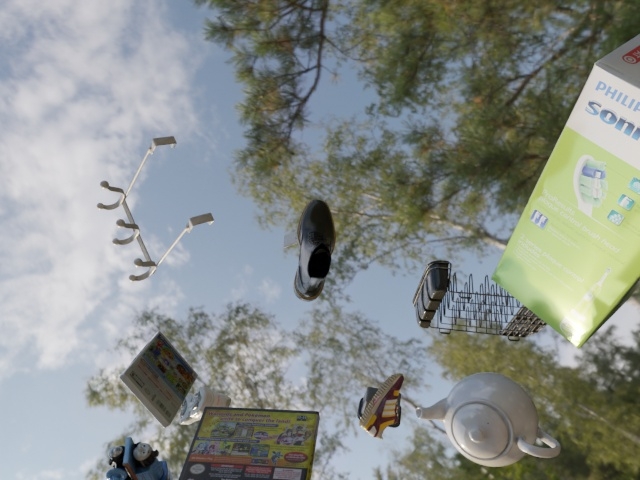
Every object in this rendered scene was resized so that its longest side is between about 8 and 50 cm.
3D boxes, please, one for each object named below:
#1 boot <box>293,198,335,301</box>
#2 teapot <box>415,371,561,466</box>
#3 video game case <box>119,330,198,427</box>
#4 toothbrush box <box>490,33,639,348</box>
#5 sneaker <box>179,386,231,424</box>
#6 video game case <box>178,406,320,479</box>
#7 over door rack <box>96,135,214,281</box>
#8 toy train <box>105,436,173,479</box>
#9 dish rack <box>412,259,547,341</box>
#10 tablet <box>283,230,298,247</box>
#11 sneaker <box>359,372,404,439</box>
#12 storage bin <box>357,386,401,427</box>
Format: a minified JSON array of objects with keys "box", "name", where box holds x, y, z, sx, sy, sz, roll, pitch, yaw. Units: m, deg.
[{"box":[0.000,0.000,0.991,0.077,0.137,0.197,5,-110,-8],"name":"boot"},{"box":[0.423,0.465,1.393,0.256,0.252,0.187,-39,-16,24],"name":"teapot"},{"box":[-0.210,0.180,0.730,0.011,0.122,0.087,-36,-80,13],"name":"video game case"},{"box":[0.308,-0.058,0.526,0.206,0.122,0.283,-33,-29,-25],"name":"toothbrush box"},{"box":[-0.321,0.474,1.547,0.115,0.232,0.090,19,-119,-24],"name":"sneaker"},{"box":[-0.152,0.472,1.184,0.275,0.248,0.035,-1,-55,10],"name":"video game case"},{"box":[-0.426,-0.068,1.335,0.324,0.239,0.108,-35,-14,36],"name":"over door rack"},{"box":[-0.381,0.490,1.167,0.105,0.080,0.184,-12,-55,-6],"name":"toy train"},{"box":[0.340,0.134,1.146,0.272,0.074,0.208,6,-31,1],"name":"dish rack"},{"box":[-0.065,-0.011,1.546,0.083,0.054,0.006,-21,-53,14],"name":"tablet"},{"box":[0.188,0.456,1.524,0.084,0.069,0.185,37,-96,-1],"name":"sneaker"},{"box":[0.186,0.510,1.695,0.098,0.135,0.091,-73,-10,-49],"name":"storage bin"}]
